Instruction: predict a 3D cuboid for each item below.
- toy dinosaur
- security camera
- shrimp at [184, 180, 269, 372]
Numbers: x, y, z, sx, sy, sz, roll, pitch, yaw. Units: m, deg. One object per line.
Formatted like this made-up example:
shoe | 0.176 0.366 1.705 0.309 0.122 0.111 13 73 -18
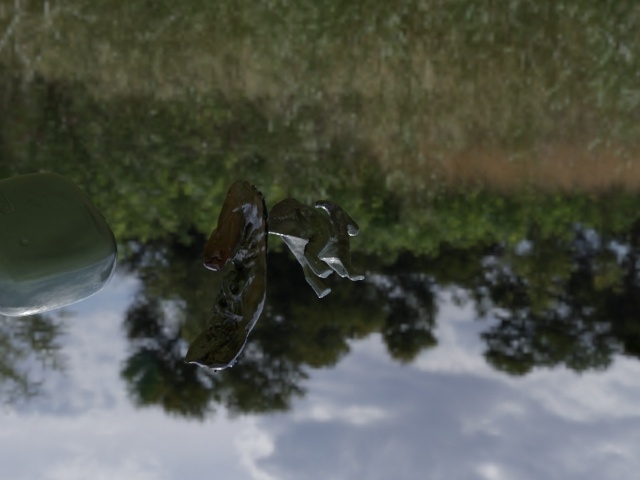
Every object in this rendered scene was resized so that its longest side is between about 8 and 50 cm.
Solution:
toy dinosaur | -0.005 0.004 1.765 0.077 0.162 0.294 -37 163 16
security camera | -0.341 0.020 1.036 0.301 0.080 0.157 -15 -127 -36
shrimp | -0.096 0.032 1.234 0.058 0.173 0.253 5 -148 11
